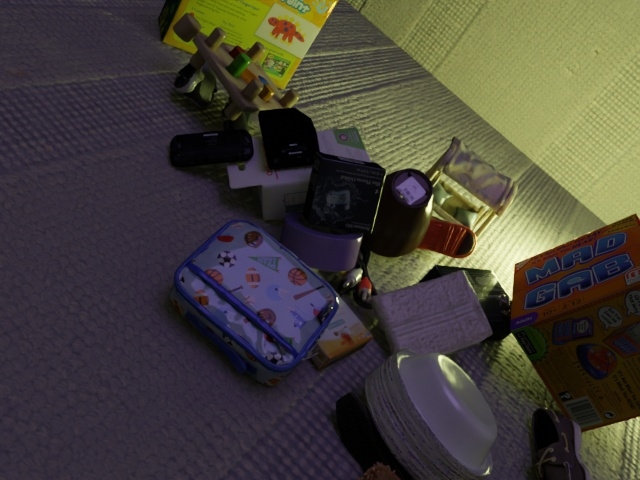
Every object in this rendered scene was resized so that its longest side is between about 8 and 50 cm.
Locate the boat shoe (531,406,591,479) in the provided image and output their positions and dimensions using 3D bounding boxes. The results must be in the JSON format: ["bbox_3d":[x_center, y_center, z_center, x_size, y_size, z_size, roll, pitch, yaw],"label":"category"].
[{"bbox_3d":[0.526,0.495,1.416,0.097,0.116,0.324,34,28,2],"label":"boat shoe"}]

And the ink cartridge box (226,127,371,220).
[{"bbox_3d":[-0.058,-0.167,1.597,0.353,0.119,0.207,-6,45,-9],"label":"ink cartridge box"}]

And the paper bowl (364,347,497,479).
[{"bbox_3d":[0.229,0.334,1.225,0.284,0.148,0.284,44,16,-16],"label":"paper bowl"}]

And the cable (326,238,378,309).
[{"bbox_3d":[0.106,0.070,1.573,0.139,0.072,0.287,33,32,0],"label":"cable"}]

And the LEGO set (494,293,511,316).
[{"bbox_3d":[0.497,0.168,1.695,0.054,0.023,0.083,20,37,-28],"label":"LEGO set"}]

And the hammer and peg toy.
[{"bbox_3d":[-0.227,-0.483,1.735,0.361,0.127,0.266,56,26,15],"label":"hammer and peg toy"}]

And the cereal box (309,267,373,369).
[{"bbox_3d":[-0.014,0.153,1.375,0.240,0.047,0.173,49,33,18],"label":"cereal box"}]

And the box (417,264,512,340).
[{"bbox_3d":[0.406,0.172,1.713,0.261,0.103,0.184,7,42,-40],"label":"box"}]

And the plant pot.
[{"bbox_3d":[0.207,-0.091,1.654,0.215,0.230,0.215,3,71,-8],"label":"plant pot"}]

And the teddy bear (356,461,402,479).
[{"bbox_3d":[0.153,0.532,1.027,0.338,0.113,0.245,42,38,-8],"label":"teddy bear"}]

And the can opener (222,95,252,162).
[{"bbox_3d":[-0.215,-0.319,1.751,0.095,0.076,0.283,12,41,-29],"label":"can opener"}]

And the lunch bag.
[{"bbox_3d":[-0.124,0.121,1.214,0.303,0.115,0.243,39,51,6],"label":"lunch bag"}]

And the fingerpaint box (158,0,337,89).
[{"bbox_3d":[-0.229,-0.735,1.990,0.445,0.371,0.163,13,40,-33],"label":"fingerpaint box"}]

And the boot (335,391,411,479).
[{"bbox_3d":[0.118,0.376,1.213,0.137,0.077,0.198,-4,64,-53],"label":"boot"}]

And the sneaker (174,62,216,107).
[{"bbox_3d":[-0.342,-0.455,1.802,0.108,0.100,0.271,51,21,-28],"label":"sneaker"}]

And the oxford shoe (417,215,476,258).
[{"bbox_3d":[0.271,-0.035,1.865,0.364,0.130,0.133,21,2,-13],"label":"oxford shoe"}]

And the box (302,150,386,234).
[{"bbox_3d":[0.054,-0.110,1.465,0.156,0.158,0.093,9,15,-13],"label":"box"}]

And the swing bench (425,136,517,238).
[{"bbox_3d":[0.445,-0.145,2.010,0.253,0.254,0.165,36,32,-3],"label":"swing bench"}]

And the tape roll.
[{"bbox_3d":[0.000,0.000,1.485,0.189,0.080,0.189,13,16,-4],"label":"tape roll"}]

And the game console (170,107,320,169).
[{"bbox_3d":[-0.188,-0.245,1.559,0.361,0.044,0.213,-6,43,-7],"label":"game console"}]

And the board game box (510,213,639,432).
[{"bbox_3d":[0.751,0.214,1.663,0.356,0.356,0.356,56,30,-13],"label":"board game box"}]

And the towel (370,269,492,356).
[{"bbox_3d":[0.264,0.185,1.498,0.282,0.049,0.187,-13,71,-26],"label":"towel"}]
